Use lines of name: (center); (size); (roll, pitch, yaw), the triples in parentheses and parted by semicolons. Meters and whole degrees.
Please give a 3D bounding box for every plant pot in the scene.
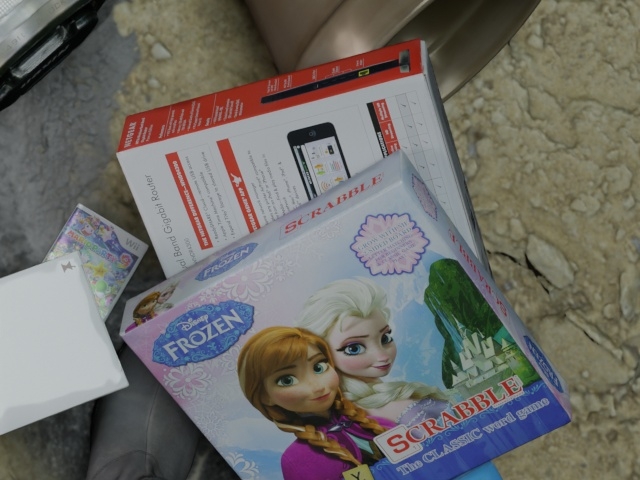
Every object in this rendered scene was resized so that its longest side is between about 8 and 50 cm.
plant pot: (0.041, -0.294, 1.796); (0.323, 0.323, 0.280); (-34, 75, -19)

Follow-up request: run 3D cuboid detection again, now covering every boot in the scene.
boot: (-0.168, 0.239, 1.660); (0.118, 0.223, 0.338); (15, 77, -13)

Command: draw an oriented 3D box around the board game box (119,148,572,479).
board game box: (0.027, 0.116, 1.658); (0.318, 0.066, 0.318); (-29, 116, 18)

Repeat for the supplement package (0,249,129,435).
supplement package: (-0.280, 0.100, 1.632); (0.134, 0.244, 0.139); (-21, 90, -14)

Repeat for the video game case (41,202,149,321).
video game case: (-0.245, 0.034, 1.784); (0.087, 0.011, 0.122); (32, 73, -9)

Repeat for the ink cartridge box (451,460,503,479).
ink cartridge box: (0.056, 0.440, 1.723); (0.395, 0.166, 0.285); (-29, 89, -20)

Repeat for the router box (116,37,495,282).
router box: (0.000, 0.000, 1.677); (0.301, 0.082, 0.335); (-13, 119, 10)

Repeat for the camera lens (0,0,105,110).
camera lens: (-0.363, -0.272, 1.691); (0.219, 0.219, 0.274); (-44, 94, -18)
